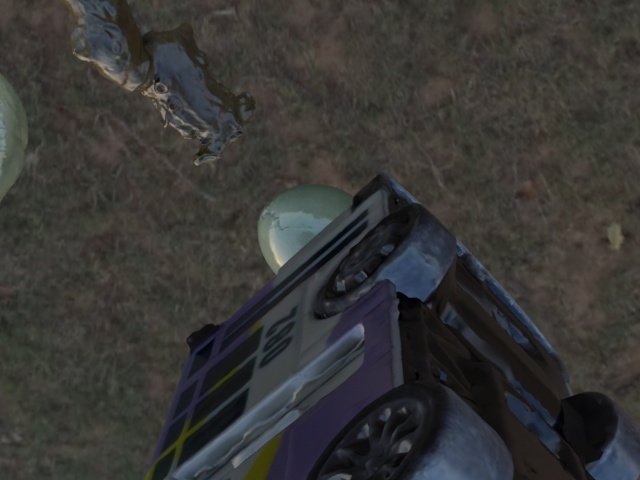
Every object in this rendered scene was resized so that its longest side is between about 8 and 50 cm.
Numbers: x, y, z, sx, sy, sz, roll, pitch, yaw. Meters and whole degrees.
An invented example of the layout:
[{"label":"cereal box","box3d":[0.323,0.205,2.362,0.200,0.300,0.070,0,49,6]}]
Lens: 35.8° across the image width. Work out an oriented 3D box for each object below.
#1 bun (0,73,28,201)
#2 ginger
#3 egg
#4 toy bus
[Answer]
[{"label":"bun","box3d":[-0.363,-0.082,0.944,0.164,0.188,0.111,13,163,0]},{"label":"ginger","box3d":[-0.186,-0.203,1.064,0.290,0.084,0.122,41,76,-31]},{"label":"egg","box3d":[0.000,0.000,1.018,0.114,0.114,0.152,-38,134,23]},{"label":"toy bus","box3d":[0.030,0.155,0.512,0.249,0.440,0.209,-41,105,16]}]
